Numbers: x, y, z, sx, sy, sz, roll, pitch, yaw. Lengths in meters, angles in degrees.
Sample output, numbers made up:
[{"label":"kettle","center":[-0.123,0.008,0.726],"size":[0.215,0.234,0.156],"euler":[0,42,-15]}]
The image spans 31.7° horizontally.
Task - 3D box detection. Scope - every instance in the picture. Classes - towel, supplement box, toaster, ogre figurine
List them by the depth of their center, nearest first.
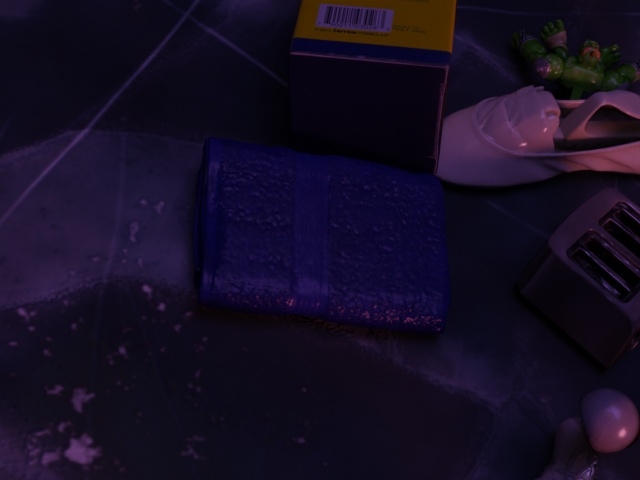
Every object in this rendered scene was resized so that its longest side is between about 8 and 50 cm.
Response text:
[{"label":"towel","center":[0.000,0.000,1.350],"size":[0.308,0.076,0.228],"euler":[8,59,-13]},{"label":"toaster","center":[0.352,0.040,1.405],"size":[0.185,0.110,0.168],"euler":[43,52,16]},{"label":"supplement box","center":[0.080,-0.284,1.480],"size":[0.195,0.194,0.357],"euler":[6,51,5]},{"label":"ogre figurine","center":[0.382,-0.255,1.654],"size":[0.197,0.097,0.118],"euler":[31,31,-13]}]

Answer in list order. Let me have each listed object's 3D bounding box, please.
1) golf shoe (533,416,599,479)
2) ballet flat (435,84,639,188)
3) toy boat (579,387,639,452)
[{"label":"golf shoe","center":[0.258,0.268,1.233],"size":[0.086,0.069,0.176],"euler":[9,50,-3]},{"label":"ballet flat","center":[0.325,-0.156,1.531],"size":[0.400,0.139,0.139],"euler":[-3,55,-20]},{"label":"toy boat","center":[0.406,0.260,1.152],"size":[0.318,0.148,0.267],"euler":[33,91,26]}]
